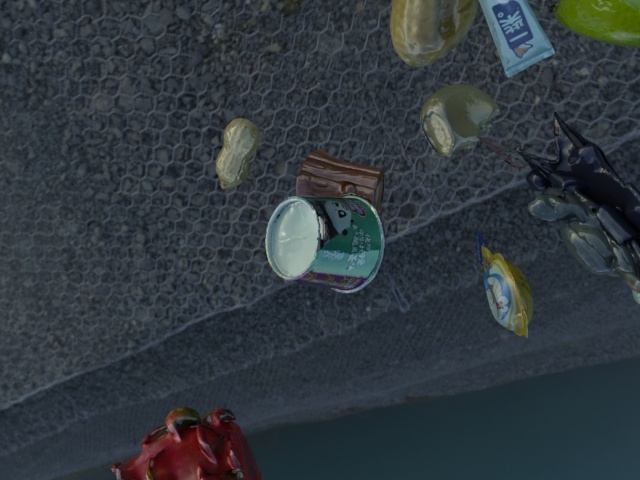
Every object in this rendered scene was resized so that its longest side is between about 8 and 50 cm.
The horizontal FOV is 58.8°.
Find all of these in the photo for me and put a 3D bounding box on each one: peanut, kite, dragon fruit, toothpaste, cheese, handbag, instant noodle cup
[{"bbox_3d":[-0.177,-0.179,1.196,0.082,0.082,0.187,21,129,-7],"label":"peanut"},{"bbox_3d":[0.358,-0.179,1.087,0.137,0.152,0.005,20,128,-5],"label":"kite"},{"bbox_3d":[-0.222,0.391,0.862,0.243,0.307,0.227,-46,73,11],"label":"dragon fruit"},{"bbox_3d":[0.183,-0.259,0.586,0.056,0.036,0.205,-22,130,27],"label":"toothpaste"},{"bbox_3d":[0.376,0.090,1.181,0.069,0.270,0.177,-14,125,4],"label":"cheese"},{"bbox_3d":[0.173,-0.366,0.846,0.129,0.129,0.224,6,140,4],"label":"peanut"},{"bbox_3d":[0.392,-0.004,0.736,0.118,0.325,0.269,-44,148,23],"label":"handbag"},{"bbox_3d":[0.360,-0.314,1.443,0.202,0.091,0.175,-20,82,-17],"label":"cheese"},{"bbox_3d":[0.000,0.000,1.349,0.190,0.251,0.251,6,137,-43],"label":"instant noodle cup"}]

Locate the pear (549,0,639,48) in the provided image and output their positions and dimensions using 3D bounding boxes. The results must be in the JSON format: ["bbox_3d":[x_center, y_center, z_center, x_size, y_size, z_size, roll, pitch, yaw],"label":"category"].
[{"bbox_3d":[0.479,-0.346,0.695,0.282,0.176,0.286,30,120,4],"label":"pear"}]

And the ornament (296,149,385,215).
[{"bbox_3d":[0.061,-0.135,1.589,0.218,0.235,0.221,11,170,12],"label":"ornament"}]
